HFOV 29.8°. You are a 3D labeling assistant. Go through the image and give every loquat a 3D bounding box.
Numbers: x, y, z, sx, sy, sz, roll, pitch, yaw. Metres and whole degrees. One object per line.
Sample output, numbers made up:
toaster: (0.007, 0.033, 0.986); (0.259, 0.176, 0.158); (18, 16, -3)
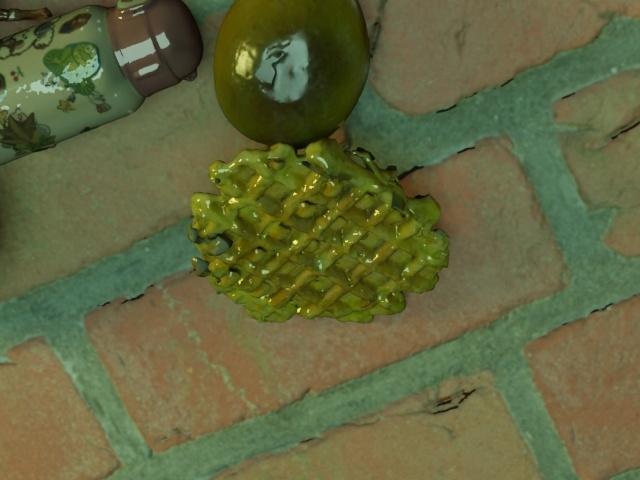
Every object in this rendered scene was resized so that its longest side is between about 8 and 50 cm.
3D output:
loquat: (-0.026, -0.182, 1.173); (0.152, 0.152, 0.195); (17, 119, -3)

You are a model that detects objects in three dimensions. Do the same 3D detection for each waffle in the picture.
waffle: (-0.001, -0.003, 1.217); (0.262, 0.060, 0.280); (-7, 139, -1)

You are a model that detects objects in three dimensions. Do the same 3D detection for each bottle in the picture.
bottle: (-0.241, -0.169, 1.199); (0.253, 0.120, 0.120); (-21, 105, 8)

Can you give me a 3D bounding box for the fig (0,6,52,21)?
fig: (-0.371, -0.236, 1.189); (0.201, 0.134, 0.146); (-3, 79, -16)
